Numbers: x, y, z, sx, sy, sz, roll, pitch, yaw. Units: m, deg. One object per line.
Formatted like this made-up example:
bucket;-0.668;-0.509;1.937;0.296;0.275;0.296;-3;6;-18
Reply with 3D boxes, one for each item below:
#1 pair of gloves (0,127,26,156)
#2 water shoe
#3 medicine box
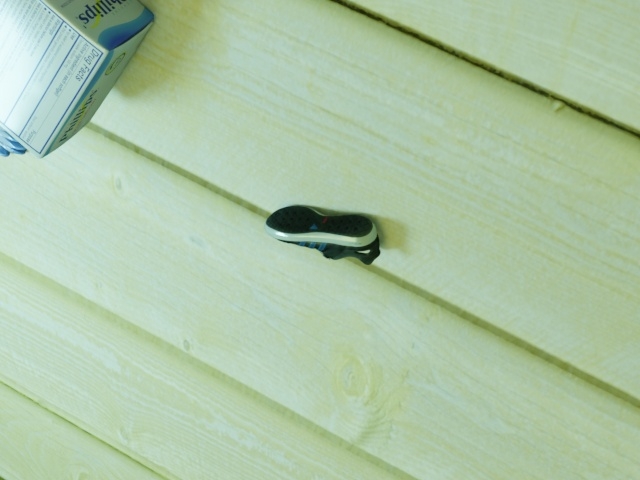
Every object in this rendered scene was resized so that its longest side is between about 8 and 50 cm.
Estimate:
pair of gloves;-0.609;-0.236;2.228;0.159;0.023;0.198;26;140;16
water shoe;0.000;0.000;1.945;0.203;0.073;0.080;9;136;32
medicine box;-0.451;-0.325;1.875;0.289;0.149;0.263;40;130;-4
